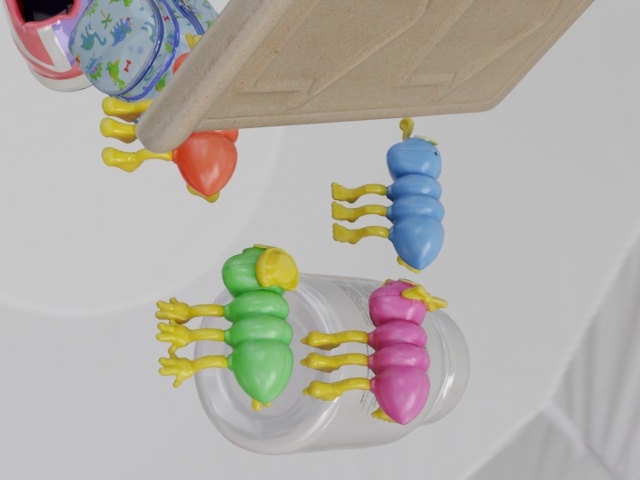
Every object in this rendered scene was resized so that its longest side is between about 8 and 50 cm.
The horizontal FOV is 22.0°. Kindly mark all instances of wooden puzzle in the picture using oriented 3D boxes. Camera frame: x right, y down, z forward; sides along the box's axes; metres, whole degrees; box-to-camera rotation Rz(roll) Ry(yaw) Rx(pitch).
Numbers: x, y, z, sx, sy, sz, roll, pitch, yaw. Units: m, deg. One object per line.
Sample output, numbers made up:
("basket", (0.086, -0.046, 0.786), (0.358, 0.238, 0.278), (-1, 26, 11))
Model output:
("wooden puzzle", (0.087, -0.184, 0.830), (0.347, 0.322, 0.080), (-15, 64, -52))

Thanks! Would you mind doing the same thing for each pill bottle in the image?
("pill bottle", (0.018, 0.092, 1.244), (0.131, 0.131, 0.229), (48, 20, 25))

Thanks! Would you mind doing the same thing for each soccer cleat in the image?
("soccer cleat", (-0.253, -0.294, 1.480), (0.116, 0.108, 0.318), (74, 3, -71))

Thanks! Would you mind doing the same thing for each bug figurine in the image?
("bug figurine", (0.000, 0.000, 0.966), (0.279, 0.072, 0.216), (17, 62, -46))

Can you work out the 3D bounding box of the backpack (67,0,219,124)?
("backpack", (-0.124, -0.139, 1.214), (0.114, 0.105, 0.084), (48, 25, 22))
